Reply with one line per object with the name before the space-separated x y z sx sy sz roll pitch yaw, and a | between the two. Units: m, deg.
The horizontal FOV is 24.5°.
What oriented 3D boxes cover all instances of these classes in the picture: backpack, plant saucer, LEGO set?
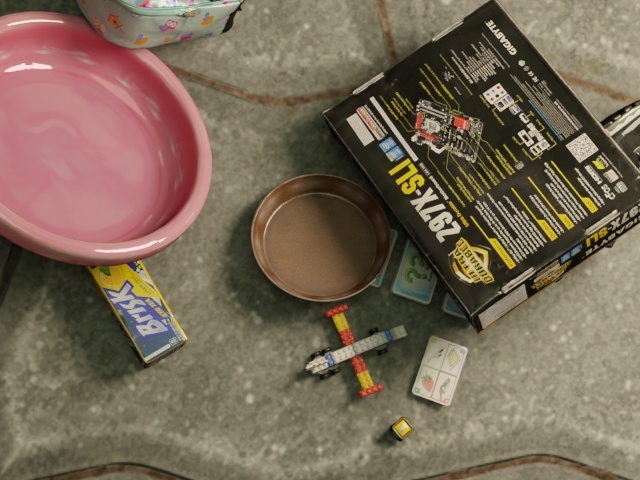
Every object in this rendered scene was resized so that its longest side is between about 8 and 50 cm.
backpack | -0.192 -0.317 1.739 0.188 0.144 0.166 -20 72 -27
plant saucer | -0.288 -0.107 1.683 0.332 0.084 0.332 16 53 -22
LEGO set | 0.094 0.109 1.764 0.182 0.060 0.244 20 77 0
plant saucer | 0.000 0.000 1.771 0.168 0.029 0.168 2 66 -4

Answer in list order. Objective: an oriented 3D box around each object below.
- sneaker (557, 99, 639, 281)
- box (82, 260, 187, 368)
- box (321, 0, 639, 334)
sneaker | 0.339 -0.059 1.817 0.283 0.107 0.124 -40 91 -4
box | -0.223 0.063 1.727 0.059 0.054 0.169 -30 84 -13
box | 0.195 -0.093 1.740 0.257 0.079 0.322 -35 67 -1
